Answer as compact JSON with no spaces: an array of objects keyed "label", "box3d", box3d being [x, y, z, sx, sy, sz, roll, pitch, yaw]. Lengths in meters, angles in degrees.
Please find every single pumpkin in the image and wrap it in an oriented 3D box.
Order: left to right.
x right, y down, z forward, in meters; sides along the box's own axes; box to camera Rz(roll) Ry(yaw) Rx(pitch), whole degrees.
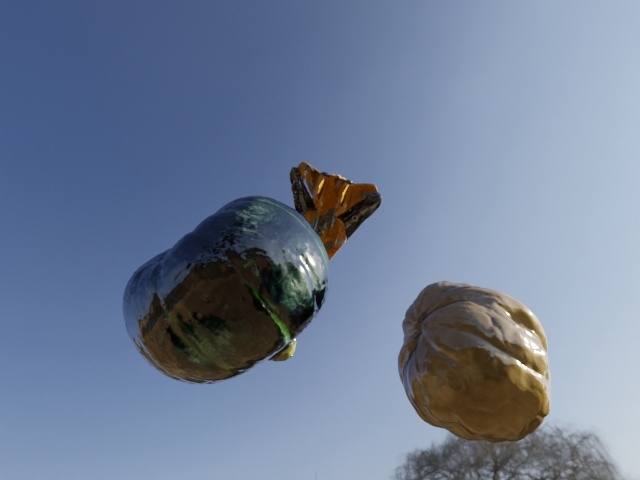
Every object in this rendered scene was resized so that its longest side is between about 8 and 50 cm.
[{"label":"pumpkin","box3d":[-0.123,0.079,0.653,0.315,0.315,0.239,-31,-84,24]}]

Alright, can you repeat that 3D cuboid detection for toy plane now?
[{"label":"toy plane","box3d":[0.003,-0.007,0.998,0.204,0.103,0.316,19,-53,5]}]

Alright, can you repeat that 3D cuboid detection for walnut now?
[{"label":"walnut","box3d":[0.282,0.227,0.828,0.284,0.296,0.286,1,-72,3]}]
